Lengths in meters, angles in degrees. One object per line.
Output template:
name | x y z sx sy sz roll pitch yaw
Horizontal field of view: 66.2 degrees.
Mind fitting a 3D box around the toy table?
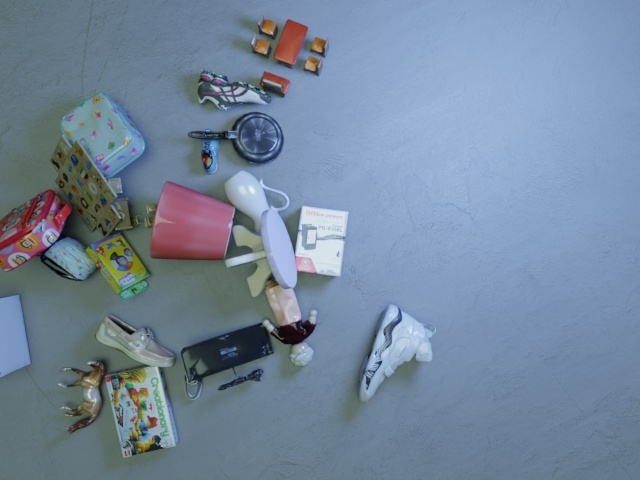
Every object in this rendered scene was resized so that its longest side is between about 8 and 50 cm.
toy table | -0.197 0.047 1.679 0.161 0.252 0.273 -18 74 19

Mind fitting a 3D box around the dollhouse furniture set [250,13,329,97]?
dollhouse furniture set | -0.124 -0.656 1.753 0.262 0.135 0.258 19 90 -2

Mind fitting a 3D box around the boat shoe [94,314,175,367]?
boat shoe | -0.651 0.361 1.759 0.303 0.109 0.098 24 91 4

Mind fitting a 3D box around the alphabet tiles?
alphabet tiles | -0.815 -0.180 1.699 0.285 0.011 0.342 -34 91 43

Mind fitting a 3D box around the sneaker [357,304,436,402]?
sneaker | 0.275 0.431 1.768 0.211 0.137 0.365 21 86 1

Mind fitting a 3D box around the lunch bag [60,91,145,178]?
lunch bag | -0.766 -0.366 1.720 0.224 0.108 0.279 -39 71 2

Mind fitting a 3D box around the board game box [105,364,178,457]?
board game box | -0.647 0.613 1.784 0.193 0.053 0.304 -13 91 -2

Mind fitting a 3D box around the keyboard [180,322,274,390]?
keyboard | -0.320 0.433 1.758 0.318 0.033 0.201 -15 84 -19

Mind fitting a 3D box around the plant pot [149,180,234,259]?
plant pot | -0.435 -0.049 1.698 0.244 0.275 0.274 11 90 -12

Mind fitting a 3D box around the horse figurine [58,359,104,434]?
horse figurine | -0.853 0.559 1.773 0.175 0.066 0.262 -3 88 4

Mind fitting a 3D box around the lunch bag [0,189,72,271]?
lunch bag | -0.964 -0.048 1.658 0.258 0.293 0.120 -30 124 0

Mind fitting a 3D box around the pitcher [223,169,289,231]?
pitcher | -0.230 -0.161 1.764 0.178 0.125 0.207 -38 101 -7

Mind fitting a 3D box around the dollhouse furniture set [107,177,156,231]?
dollhouse furniture set | -0.674 -0.132 1.779 0.161 0.101 0.181 -9 90 -26

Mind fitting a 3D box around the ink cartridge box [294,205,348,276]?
ink cartridge box | 0.000 0.000 1.777 0.172 0.100 0.236 7 90 -2

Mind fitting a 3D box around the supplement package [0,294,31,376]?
supplement package | -1.143 0.334 1.692 0.145 0.204 0.261 -9 90 -1

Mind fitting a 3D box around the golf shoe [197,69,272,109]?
golf shoe | -0.311 -0.524 1.779 0.273 0.105 0.120 18 105 4

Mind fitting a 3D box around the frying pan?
frying pan | -0.284 -0.399 1.766 0.327 0.053 0.197 23 81 -14

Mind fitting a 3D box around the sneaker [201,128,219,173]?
sneaker | -0.402 -0.326 1.777 0.064 0.073 0.161 -5 89 -2

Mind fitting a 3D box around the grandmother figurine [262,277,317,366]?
grandmother figurine | -0.104 0.295 1.783 0.208 0.104 0.341 -15 94 26

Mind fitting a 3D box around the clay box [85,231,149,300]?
clay box | -0.708 0.091 1.743 0.053 0.127 0.222 -35 91 38

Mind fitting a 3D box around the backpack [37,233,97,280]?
backpack | -0.879 0.060 1.733 0.182 0.152 0.115 41 95 -12

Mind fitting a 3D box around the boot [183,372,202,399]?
boot | -0.466 0.489 1.772 0.069 0.086 0.189 0 90 -2
